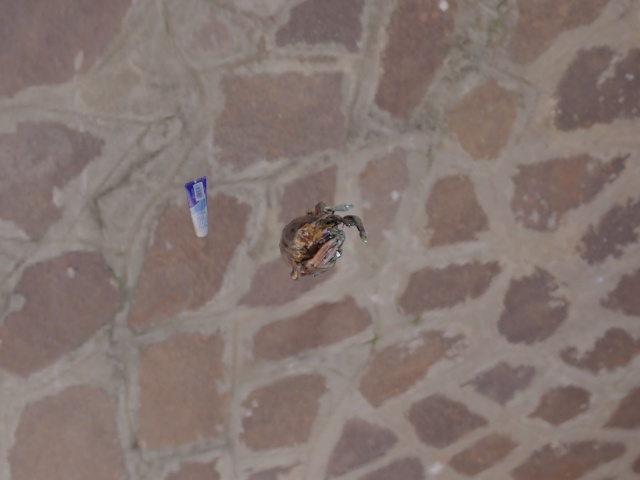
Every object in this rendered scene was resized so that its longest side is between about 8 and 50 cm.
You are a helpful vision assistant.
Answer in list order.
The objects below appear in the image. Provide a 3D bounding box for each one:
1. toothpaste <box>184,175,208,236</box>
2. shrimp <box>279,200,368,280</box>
[{"bbox_3d":[-0.124,-0.035,1.075,0.024,0.015,0.083,-24,146,-17],"label":"toothpaste"},{"bbox_3d":[-0.001,-0.001,1.057,0.073,0.075,0.190,-1,163,-12],"label":"shrimp"}]
